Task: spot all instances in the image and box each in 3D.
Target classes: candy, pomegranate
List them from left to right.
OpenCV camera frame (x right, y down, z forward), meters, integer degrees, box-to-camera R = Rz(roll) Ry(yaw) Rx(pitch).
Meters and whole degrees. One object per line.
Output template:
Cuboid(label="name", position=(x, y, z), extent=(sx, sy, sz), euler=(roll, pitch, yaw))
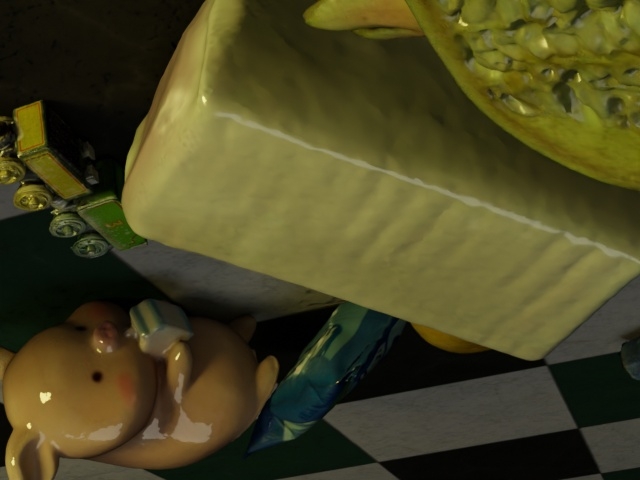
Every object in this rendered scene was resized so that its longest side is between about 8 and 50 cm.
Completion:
Cuboid(label="candy", position=(0.014, 0.139, 1.207), extent=(0.077, 0.187, 0.331), euler=(40, 145, 0))
Cuboid(label="candy", position=(0.050, -0.048, 0.785), extent=(0.358, 0.145, 0.208), euler=(19, 148, -12))
Cuboid(label="pomegranate", position=(0.156, -0.181, 0.564), extent=(0.358, 0.216, 0.310), euler=(14, 160, 42))

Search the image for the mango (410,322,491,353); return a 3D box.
Cuboid(label="mango", position=(0.155, 0.046, 1.027), extent=(0.137, 0.098, 0.195), euler=(4, 158, -19))

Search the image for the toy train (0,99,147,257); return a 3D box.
Cuboid(label="toy train", position=(-0.208, -0.047, 0.912), extent=(0.081, 0.060, 0.202), euler=(-18, 151, 9))

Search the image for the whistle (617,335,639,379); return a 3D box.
Cuboid(label="whistle", position=(0.500, 0.098, 1.326), extent=(0.062, 0.062, 0.304), euler=(13, 148, -31))

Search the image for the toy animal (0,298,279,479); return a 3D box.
Cuboid(label="toy animal", position=(-0.206, 0.160, 1.180), extent=(0.256, 0.195, 0.213), euler=(22, 118, -38))
